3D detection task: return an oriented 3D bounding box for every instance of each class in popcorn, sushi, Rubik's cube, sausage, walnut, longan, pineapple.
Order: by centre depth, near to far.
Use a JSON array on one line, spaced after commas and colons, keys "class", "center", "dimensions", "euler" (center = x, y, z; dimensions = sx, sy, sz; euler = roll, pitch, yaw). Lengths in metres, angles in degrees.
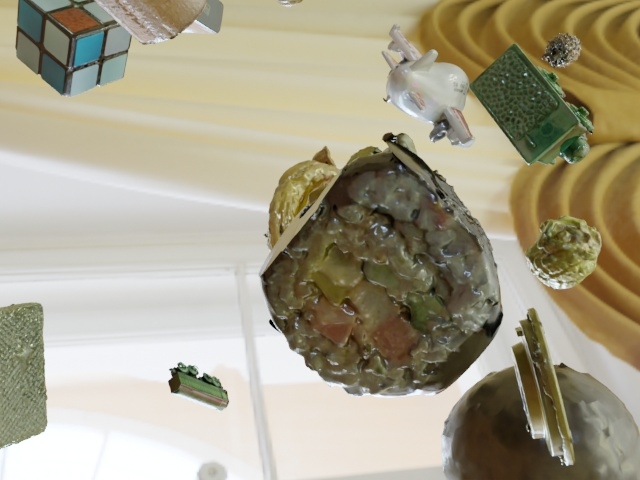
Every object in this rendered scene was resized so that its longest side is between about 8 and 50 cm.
[{"class": "sausage", "center": [-0.250, -0.350, 0.874], "dimensions": [0.253, 0.123, 0.123], "euler": [42, 29, -49]}, {"class": "sushi", "center": [0.103, 0.035, 1.127], "dimensions": [0.328, 0.329, 0.285], "euler": [-53, 179, 20]}, {"class": "longan", "center": [0.434, 0.419, 1.489], "dimensions": [0.391, 0.392, 0.390], "euler": [178, -90, -77]}, {"class": "popcorn", "center": [0.533, 0.020, 1.660], "dimensions": [0.173, 0.142, 0.173], "euler": [-174, -90, -81]}, {"class": "Rubik's cube", "center": [-0.540, -0.447, 1.660], "dimensions": [0.183, 0.180, 0.167], "euler": [40, -46, 16]}, {"class": "walnut", "center": [0.016, -0.173, 2.205], "dimensions": [0.167, 0.087, 0.211], "euler": [66, 2, -54]}, {"class": "pineapple", "center": [0.710, -0.559, 2.239], "dimensions": [0.198, 0.108, 0.108], "euler": [-35, 133, -57]}]

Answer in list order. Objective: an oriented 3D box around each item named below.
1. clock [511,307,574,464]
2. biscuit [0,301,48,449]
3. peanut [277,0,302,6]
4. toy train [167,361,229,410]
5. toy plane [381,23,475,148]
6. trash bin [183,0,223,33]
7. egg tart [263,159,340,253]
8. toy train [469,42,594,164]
[{"class": "clock", "center": [0.320, 0.216, 1.116], "dimensions": [0.237, 0.057, 0.236], "euler": [-13, 90, -79]}, {"class": "biscuit", "center": [-0.445, 0.193, 1.070], "dimensions": [0.121, 0.041, 0.199], "euler": [-10, 101, -58]}, {"class": "peanut", "center": [-0.054, -0.769, 2.155], "dimensions": [0.226, 0.108, 0.095], "euler": [-54, 167, -1]}, {"class": "toy train", "center": [-0.241, 0.286, 1.488], "dimensions": [0.038, 0.148, 0.070], "euler": [-36, -133, 19]}, {"class": "toy plane", "center": [0.185, -0.261, 1.291], "dimensions": [0.118, 0.252, 0.252], "euler": [-37, -137, 22]}, {"class": "trash bin", "center": [-0.381, -0.580, 1.880], "dimensions": [0.177, 0.236, 0.101], "euler": [13, 86, -69]}, {"class": "egg tart", "center": [0.000, 0.000, 1.815], "dimensions": [0.169, 0.388, 0.387], "euler": [-15, -105, 44]}, {"class": "toy train", "center": [0.458, -0.273, 1.601], "dimensions": [0.145, 0.202, 0.266], "euler": [-44, -119, 26]}]
